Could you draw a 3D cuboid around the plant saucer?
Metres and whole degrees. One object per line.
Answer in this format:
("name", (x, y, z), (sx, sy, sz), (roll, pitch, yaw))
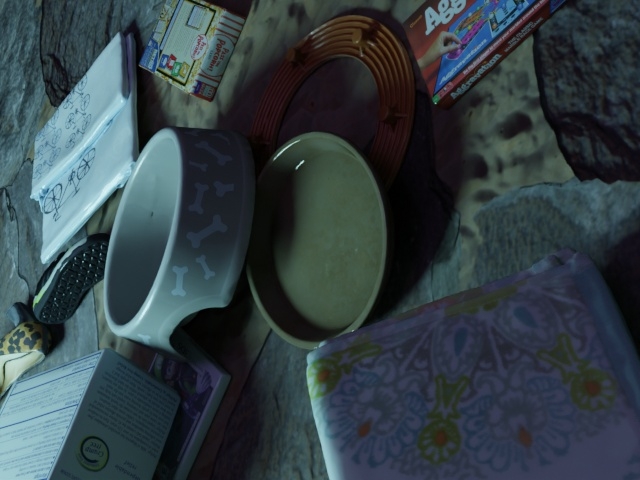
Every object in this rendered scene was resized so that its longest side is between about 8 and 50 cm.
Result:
("plant saucer", (0.000, 0.000, 1.428), (0.277, 0.041, 0.278), (-3, 85, 48))

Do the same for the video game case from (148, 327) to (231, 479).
("video game case", (-0.215, 0.243, 1.641), (0.173, 0.022, 0.191), (34, 103, 50))

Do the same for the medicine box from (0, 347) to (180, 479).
("medicine box", (-0.370, 0.330, 1.589), (0.263, 0.149, 0.289), (-21, 41, 43))

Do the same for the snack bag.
("snack bag", (-0.424, -0.162, 1.988), (0.323, 0.037, 0.343), (-40, 43, 32))

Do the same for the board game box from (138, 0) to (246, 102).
("board game box", (-0.212, -0.322, 1.820), (0.193, 0.045, 0.147), (35, 103, 49))

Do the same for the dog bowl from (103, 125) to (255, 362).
("dog bowl", (-0.213, -0.004, 1.601), (0.349, 0.102, 0.349), (-43, 39, 49))

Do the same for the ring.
("ring", (-0.002, -0.150, 1.526), (0.336, 0.032, 0.337), (-21, 62, 45))

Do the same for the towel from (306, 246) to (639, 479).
("towel", (0.169, 0.208, 1.050), (0.320, 0.090, 0.375), (-22, 53, 9))

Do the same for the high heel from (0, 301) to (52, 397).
("high heel", (-0.573, 0.248, 1.997), (0.261, 0.093, 0.186), (-61, 34, 1))

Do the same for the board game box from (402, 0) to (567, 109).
("board game box", (0.217, -0.297, 1.325), (0.281, 0.027, 0.145), (-42, 47, 32))

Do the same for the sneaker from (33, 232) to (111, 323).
("sneaker", (-0.435, 0.046, 1.920), (0.234, 0.084, 0.097), (-45, 45, 30))
